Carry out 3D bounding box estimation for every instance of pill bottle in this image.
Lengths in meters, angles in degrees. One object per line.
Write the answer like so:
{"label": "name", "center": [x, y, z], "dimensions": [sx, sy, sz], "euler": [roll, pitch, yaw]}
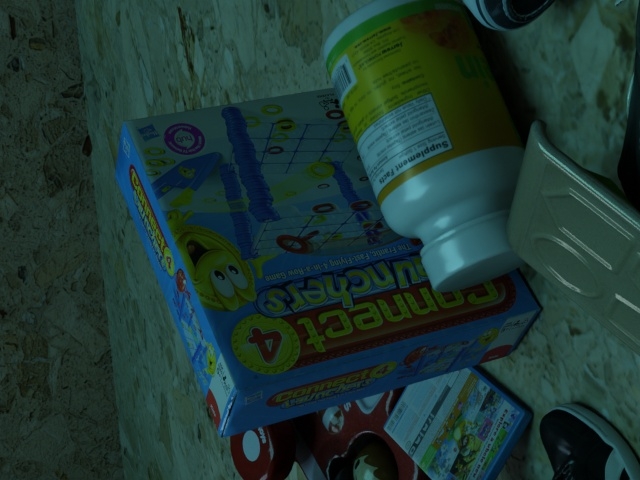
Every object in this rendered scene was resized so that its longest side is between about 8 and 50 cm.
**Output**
{"label": "pill bottle", "center": [0.104, -0.086, 0.974], "dimensions": [0.245, 0.136, 0.136], "euler": [70, 157, 15]}

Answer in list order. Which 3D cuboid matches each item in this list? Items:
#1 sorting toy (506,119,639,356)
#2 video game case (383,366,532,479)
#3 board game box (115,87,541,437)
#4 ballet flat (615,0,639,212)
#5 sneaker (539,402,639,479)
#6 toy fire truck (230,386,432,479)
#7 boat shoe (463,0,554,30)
{"label": "sorting toy", "center": [0.217, 0.021, 0.780], "dimensions": [0.208, 0.038, 0.193], "euler": [46, 168, 18]}
{"label": "video game case", "center": [0.136, 0.186, 1.130], "dimensions": [0.119, 0.015, 0.166], "euler": [-61, 34, 8]}
{"label": "board game box", "center": [0.000, 0.000, 1.045], "dimensions": [0.301, 0.308, 0.086], "euler": [63, 152, 29]}
{"label": "ballet flat", "center": [0.233, -0.131, 0.710], "dimensions": [0.096, 0.095, 0.280], "euler": [-114, 22, -54]}
{"label": "sneaker", "center": [0.215, 0.235, 0.911], "dimensions": [0.216, 0.121, 0.079], "euler": [60, 151, 35]}
{"label": "toy fire truck", "center": [0.039, 0.236, 1.308], "dimensions": [0.302, 0.169, 0.253], "euler": [56, 132, 38]}
{"label": "boat shoe", "center": [0.185, -0.246, 0.748], "dimensions": [0.102, 0.108, 0.301], "euler": [64, 147, 31]}
